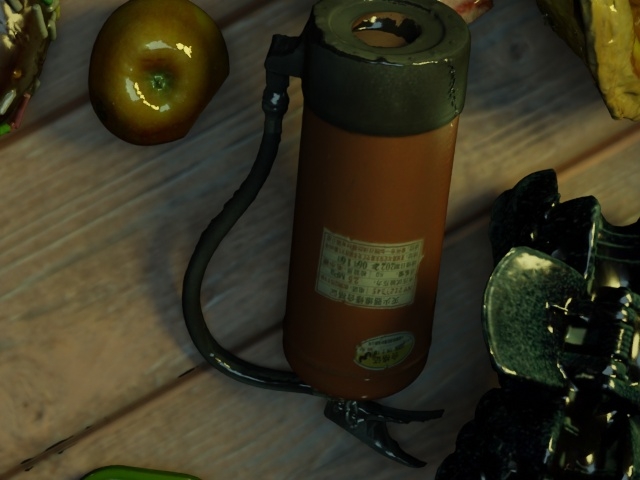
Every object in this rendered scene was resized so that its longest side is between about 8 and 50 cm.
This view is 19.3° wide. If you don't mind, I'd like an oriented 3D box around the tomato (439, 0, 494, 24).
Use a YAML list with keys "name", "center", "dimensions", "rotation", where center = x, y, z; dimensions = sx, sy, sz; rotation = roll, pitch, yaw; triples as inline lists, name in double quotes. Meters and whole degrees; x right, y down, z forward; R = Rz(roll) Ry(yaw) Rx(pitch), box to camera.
- name: "tomato"
  center: [0.062, -0.266, 1.390]
  dimensions: [0.199, 0.112, 0.228]
  rotation: [-6, 93, -23]

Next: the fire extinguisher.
- name: "fire extinguisher"
  center: [0.008, -0.004, 1.387]
  dimensions: [0.200, 0.113, 0.376]
  rotation: [23, 128, 27]

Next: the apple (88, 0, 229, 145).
- name: "apple"
  center: [-0.123, -0.127, 1.393]
  dimensions: [0.099, 0.102, 0.114]
  rotation: [39, 93, -9]

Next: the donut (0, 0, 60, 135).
- name: "donut"
  center: [-0.321, -0.172, 1.373]
  dimensions: [0.270, 0.103, 0.269]
  rotation: [0, 94, -5]

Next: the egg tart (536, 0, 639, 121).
- name: "egg tart"
  center: [0.222, -0.207, 1.377]
  dimensions: [0.106, 0.241, 0.241]
  rotation: [10, 96, 29]

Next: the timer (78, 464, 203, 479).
- name: "timer"
  center: [-0.139, 0.246, 1.459]
  dimensions: [0.128, 0.047, 0.140]
  rotation: [8, 95, -4]

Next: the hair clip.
- name: "hair clip"
  center: [0.179, 0.090, 1.352]
  dimensions: [0.194, 0.206, 0.310]
  rotation: [16, 71, -10]
